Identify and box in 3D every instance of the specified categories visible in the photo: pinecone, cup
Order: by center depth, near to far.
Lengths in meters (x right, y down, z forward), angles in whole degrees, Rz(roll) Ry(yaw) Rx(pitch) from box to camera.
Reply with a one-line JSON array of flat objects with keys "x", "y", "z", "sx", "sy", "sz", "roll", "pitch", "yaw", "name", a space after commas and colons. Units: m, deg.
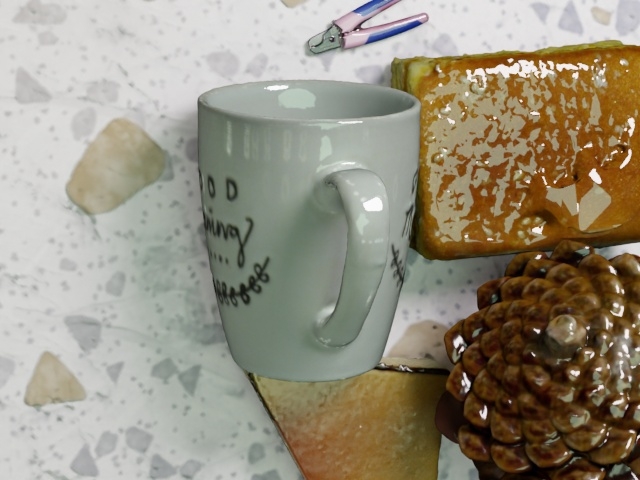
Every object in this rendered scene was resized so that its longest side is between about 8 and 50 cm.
[{"x": 0.000, "y": 0.000, "z": 1.424, "sx": 0.186, "sy": 0.258, "sz": 0.234, "roll": -4, "pitch": 104, "yaw": -16, "name": "cup"}, {"x": 0.244, "y": 0.139, "z": 1.510, "sx": 0.264, "sy": 0.264, "sz": 0.264, "roll": -2, "pitch": 98, "yaw": -14, "name": "pinecone"}]

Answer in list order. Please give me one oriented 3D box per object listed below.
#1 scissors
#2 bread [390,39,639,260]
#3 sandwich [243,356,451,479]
[{"x": 0.041, "y": -0.193, "z": 1.530, "sx": 0.113, "sy": 0.012, "sz": 0.039, "roll": -22, "pitch": 103, "yaw": -10, "name": "scissors"}, {"x": 0.186, "y": -0.080, "z": 1.533, "sx": 0.234, "sy": 0.110, "sz": 0.184, "roll": -6, "pitch": 99, "yaw": -12, "name": "bread"}, {"x": 0.014, "y": 0.182, "z": 1.555, "sx": 0.193, "sy": 0.058, "sz": 0.162, "roll": 6, "pitch": 97, "yaw": -14, "name": "sandwich"}]
